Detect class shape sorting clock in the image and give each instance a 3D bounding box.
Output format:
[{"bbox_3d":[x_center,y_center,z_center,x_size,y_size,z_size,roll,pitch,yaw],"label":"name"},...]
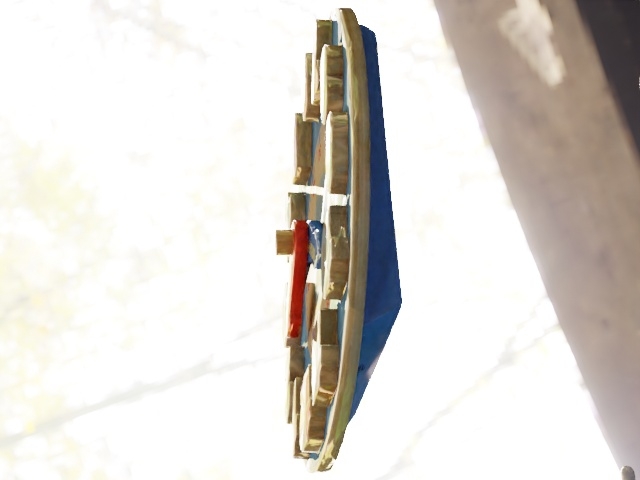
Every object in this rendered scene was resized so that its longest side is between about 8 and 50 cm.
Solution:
[{"bbox_3d":[0.000,0.000,0.839,0.206,0.040,0.206,179,-90,-81],"label":"shape sorting clock"}]

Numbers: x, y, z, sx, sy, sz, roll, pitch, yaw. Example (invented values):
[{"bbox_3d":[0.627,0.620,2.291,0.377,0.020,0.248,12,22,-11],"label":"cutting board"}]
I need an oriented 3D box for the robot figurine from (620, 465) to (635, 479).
[{"bbox_3d":[0.149,0.306,1.007,0.200,0.353,0.300,2,-28,45],"label":"robot figurine"}]
